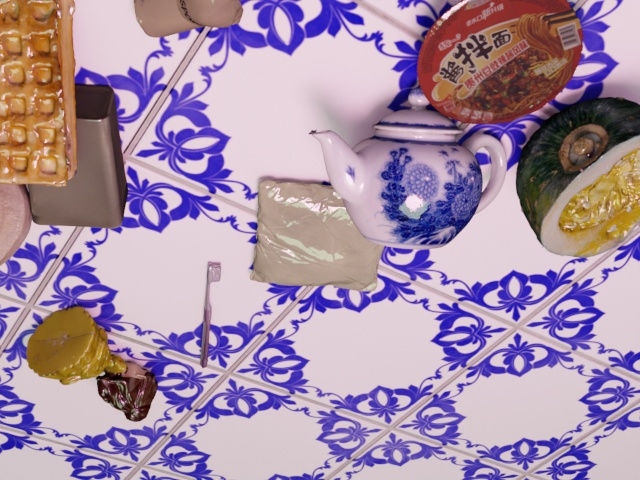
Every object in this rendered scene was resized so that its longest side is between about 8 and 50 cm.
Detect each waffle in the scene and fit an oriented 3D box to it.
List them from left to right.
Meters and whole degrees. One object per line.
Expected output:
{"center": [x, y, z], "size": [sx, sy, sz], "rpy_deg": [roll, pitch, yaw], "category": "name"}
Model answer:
{"center": [-0.497, -0.244, 1.362], "size": [0.213, 0.091, 0.308], "rpy_deg": [1, 104, -6], "category": "waffle"}

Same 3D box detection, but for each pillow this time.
{"center": [0.001, 0.001, 1.751], "size": [0.274, 0.076, 0.281], "rpy_deg": [4, 134, -5], "category": "pillow"}

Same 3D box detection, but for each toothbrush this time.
{"center": [-0.249, 0.174, 1.947], "size": [0.029, 0.024, 0.354], "rpy_deg": [-2, 135, -14], "category": "toothbrush"}

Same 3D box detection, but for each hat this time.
{"center": [-0.208, -0.361, 1.363], "size": [0.175, 0.085, 0.147], "rpy_deg": [-21, 134, 15], "category": "hat"}

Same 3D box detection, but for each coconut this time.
{"center": [-0.642, -0.052, 1.544], "size": [0.237, 0.266, 0.237], "rpy_deg": [0, 91, -10], "category": "coconut"}

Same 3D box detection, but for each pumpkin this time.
{"center": [0.490, -0.131, 1.570], "size": [0.293, 0.197, 0.263], "rpy_deg": [-42, 134, 23], "category": "pumpkin"}

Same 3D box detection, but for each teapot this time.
{"center": [0.165, -0.132, 1.533], "size": [0.424, 0.252, 0.280], "rpy_deg": [-1, 101, -30], "category": "teapot"}

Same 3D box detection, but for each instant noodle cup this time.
{"center": [0.290, -0.324, 1.429], "size": [0.274, 0.091, 0.274], "rpy_deg": [-2, 136, -2], "category": "instant noodle cup"}

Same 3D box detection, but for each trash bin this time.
{"center": [-0.441, -0.151, 1.540], "size": [0.164, 0.122, 0.240], "rpy_deg": [1, 133, -4], "category": "trash bin"}

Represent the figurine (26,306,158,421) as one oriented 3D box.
{"center": [-0.493, 0.291, 1.984], "size": [0.187, 0.168, 0.315], "rpy_deg": [-32, 139, 12], "category": "figurine"}
